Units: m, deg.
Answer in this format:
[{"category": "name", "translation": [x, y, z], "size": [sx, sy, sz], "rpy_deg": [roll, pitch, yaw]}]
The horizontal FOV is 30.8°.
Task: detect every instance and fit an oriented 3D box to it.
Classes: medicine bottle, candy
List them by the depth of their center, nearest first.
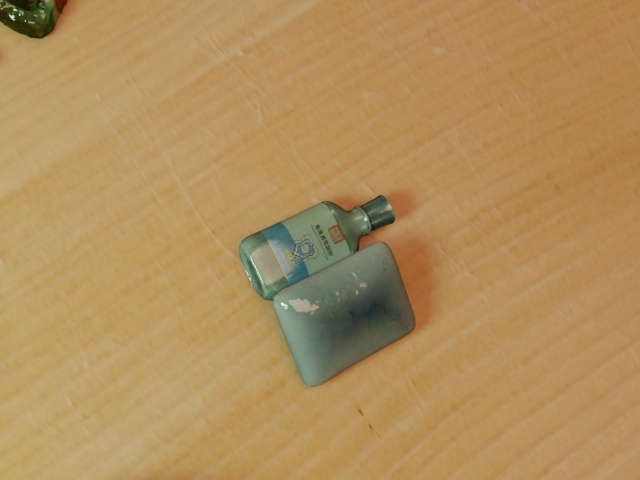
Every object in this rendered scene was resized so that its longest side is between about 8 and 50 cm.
[{"category": "candy", "translation": [0.032, 0.093, 1.488], "size": [0.174, 0.071, 0.138], "rpy_deg": [-27, 110, -19]}, {"category": "medicine bottle", "translation": [0.000, 0.000, 1.509], "size": [0.208, 0.053, 0.090], "rpy_deg": [-26, 88, -19]}]

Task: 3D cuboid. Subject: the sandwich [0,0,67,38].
[{"category": "sandwich", "translation": [-0.389, -0.397, 1.439], "size": [0.212, 0.109, 0.292], "rpy_deg": [-19, 85, -18]}]
